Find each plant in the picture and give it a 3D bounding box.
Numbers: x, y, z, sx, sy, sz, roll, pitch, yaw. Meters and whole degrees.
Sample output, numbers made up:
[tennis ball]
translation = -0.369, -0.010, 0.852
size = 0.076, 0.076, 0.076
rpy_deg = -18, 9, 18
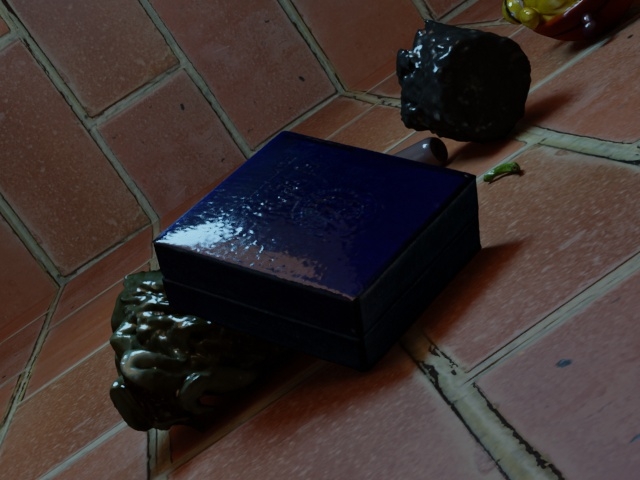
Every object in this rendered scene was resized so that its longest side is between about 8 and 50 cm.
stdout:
[plant]
translation = 0.216, -0.243, 2.009
size = 0.204, 0.178, 0.234
rpy_deg = 8, 9, -15

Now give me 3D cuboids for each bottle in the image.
[bottle]
translation = 0.140, -0.121, 2.100
size = 0.140, 0.053, 0.053
rpy_deg = -25, 14, 39

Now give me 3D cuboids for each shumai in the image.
[shumai]
translation = -0.158, 0.149, 1.598
size = 0.256, 0.189, 0.218
rpy_deg = -5, 45, 35

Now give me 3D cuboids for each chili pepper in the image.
[chili pepper]
translation = 0.248, -0.093, 1.755
size = 0.030, 0.017, 0.083
rpy_deg = -42, 10, -29

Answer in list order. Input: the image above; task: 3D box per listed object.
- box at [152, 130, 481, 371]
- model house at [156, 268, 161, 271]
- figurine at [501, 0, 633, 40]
[box]
translation = 0.000, 0.000, 1.490
size = 0.279, 0.116, 0.261
rpy_deg = 15, 42, 32
[model house]
translation = -0.212, 0.121, 1.852
size = 0.106, 0.152, 0.165
rpy_deg = -33, 7, 41
[figurine]
translation = 0.456, -0.457, 2.259
size = 0.320, 0.196, 0.323
rpy_deg = -39, 1, 33
